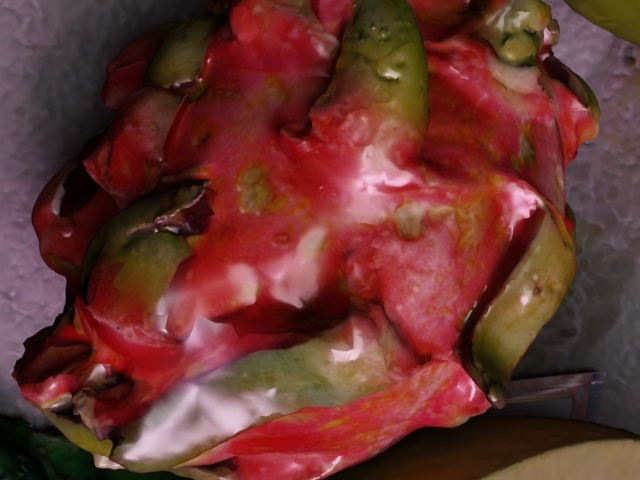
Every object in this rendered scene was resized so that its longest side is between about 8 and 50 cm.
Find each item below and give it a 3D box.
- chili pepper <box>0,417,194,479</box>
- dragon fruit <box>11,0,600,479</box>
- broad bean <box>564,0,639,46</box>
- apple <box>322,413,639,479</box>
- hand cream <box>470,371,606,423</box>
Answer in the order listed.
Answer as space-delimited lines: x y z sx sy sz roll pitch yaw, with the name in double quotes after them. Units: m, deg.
-0.160 0.165 0.995 0.265 0.116 0.148 21 97 -21 "chili pepper"
-0.008 -0.009 0.914 0.303 0.231 0.237 -41 90 -11 "dragon fruit"
0.190 -0.218 0.974 0.291 0.119 0.238 35 96 -23 "broad bean"
0.067 0.257 0.981 0.312 0.320 0.360 -31 141 31 "apple"
0.061 0.105 1.083 0.210 0.043 0.067 1 109 -22 "hand cream"
